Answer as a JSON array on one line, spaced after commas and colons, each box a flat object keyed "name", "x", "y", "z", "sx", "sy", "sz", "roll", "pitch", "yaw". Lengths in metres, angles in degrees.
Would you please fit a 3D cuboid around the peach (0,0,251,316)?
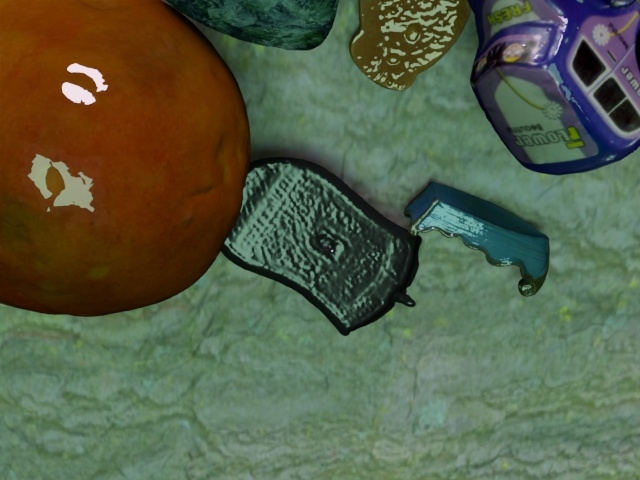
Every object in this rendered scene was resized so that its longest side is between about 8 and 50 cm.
[{"name": "peach", "x": -0.243, "y": -0.080, "z": 0.938, "sx": 0.342, "sy": 0.302, "sz": 0.343, "roll": 13, "pitch": 126, "yaw": 18}]

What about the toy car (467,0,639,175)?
[{"name": "toy car", "x": 0.228, "y": -0.176, "z": 0.950, "sx": 0.235, "sy": 0.158, "sz": 0.172, "roll": 53, "pitch": 151, "yaw": -20}]

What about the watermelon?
[{"name": "watermelon", "x": -0.064, "y": -0.327, "z": 0.867, "sx": 0.148, "sy": 0.226, "sz": 0.318, "roll": -1, "pitch": 116, "yaw": -9}]

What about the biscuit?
[{"name": "biscuit", "x": 0.086, "y": -0.230, "z": 1.035, "sx": 0.140, "sy": 0.023, "sz": 0.118, "roll": -39, "pitch": 111, "yaw": 20}]

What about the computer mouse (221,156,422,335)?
[{"name": "computer mouse", "x": 0.000, "y": 0.000, "z": 1.127, "sx": 0.264, "sy": 0.088, "sz": 0.147, "roll": 37, "pitch": 97, "yaw": -14}]

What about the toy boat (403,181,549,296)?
[{"name": "toy boat", "x": 0.181, "y": 0.003, "z": 1.132, "sx": 0.185, "sy": 0.075, "sz": 0.077, "roll": 21, "pitch": 114, "yaw": -15}]
